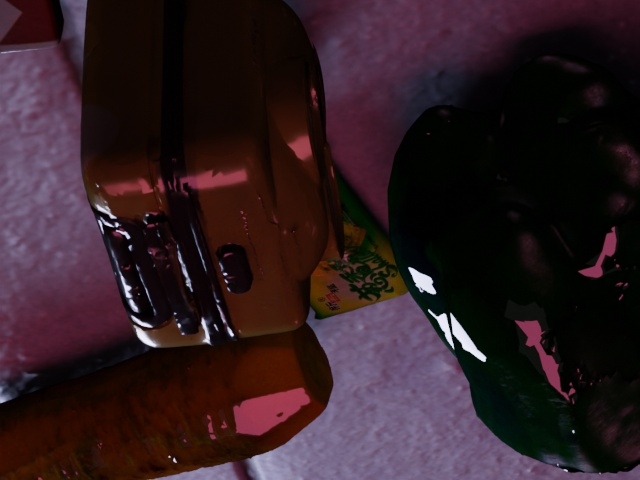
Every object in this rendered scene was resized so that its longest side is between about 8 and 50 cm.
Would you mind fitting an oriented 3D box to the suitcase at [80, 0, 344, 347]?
[{"bbox_3d":[-0.066,-0.064,1.159,0.143,0.235,0.194,-7,140,4],"label":"suitcase"}]

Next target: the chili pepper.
[{"bbox_3d":[0.174,0.011,1.283,0.233,0.248,0.257,-35,133,-3],"label":"chili pepper"}]

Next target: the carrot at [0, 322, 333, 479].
[{"bbox_3d":[-0.136,0.144,1.505,0.301,0.114,0.114,-19,138,21],"label":"carrot"}]

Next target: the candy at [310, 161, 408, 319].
[{"bbox_3d":[0.000,0.001,1.402,0.102,0.032,0.178,-20,138,19],"label":"candy"}]

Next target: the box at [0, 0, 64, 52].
[{"bbox_3d":[-0.232,-0.192,1.149,0.115,0.036,0.177,-3,140,1],"label":"box"}]
